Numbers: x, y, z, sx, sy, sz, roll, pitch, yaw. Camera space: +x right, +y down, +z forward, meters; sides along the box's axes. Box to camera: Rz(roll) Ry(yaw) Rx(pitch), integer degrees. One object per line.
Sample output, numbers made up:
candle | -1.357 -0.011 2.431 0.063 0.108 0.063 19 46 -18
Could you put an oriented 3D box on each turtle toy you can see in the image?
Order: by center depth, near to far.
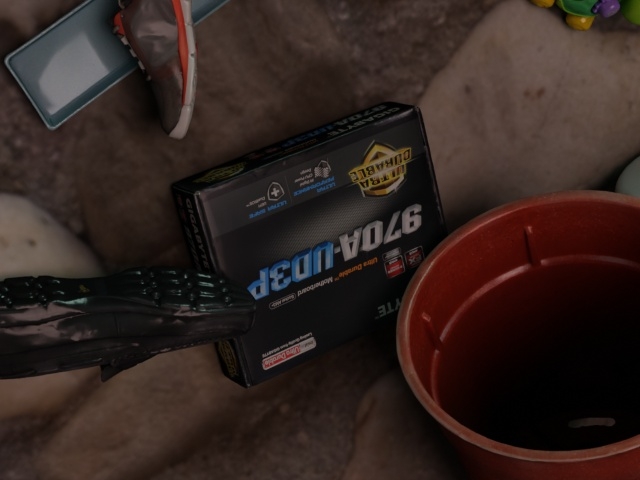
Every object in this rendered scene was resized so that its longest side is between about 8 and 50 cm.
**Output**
turtle toy | 0.253 -0.235 1.350 0.130 0.066 0.095 25 87 -31

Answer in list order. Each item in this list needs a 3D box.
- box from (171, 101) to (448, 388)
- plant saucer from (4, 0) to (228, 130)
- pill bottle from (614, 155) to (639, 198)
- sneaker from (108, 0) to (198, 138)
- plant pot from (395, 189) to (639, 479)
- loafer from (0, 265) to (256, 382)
box | 0.000 0.000 1.258 0.220 0.051 0.175 -22 110 -25
plant saucer | -0.152 -0.166 1.158 0.192 0.018 0.067 -39 116 -17
pill bottle | 0.402 0.064 1.431 0.176 0.176 0.319 -29 113 -22
sneaker | -0.127 -0.155 1.143 0.064 0.061 0.158 -3 101 -2
plant pot | 0.221 0.145 1.282 0.272 0.272 0.265 -38 139 -18
loafer | -0.160 0.068 1.155 0.223 0.076 0.078 -3 117 -13
